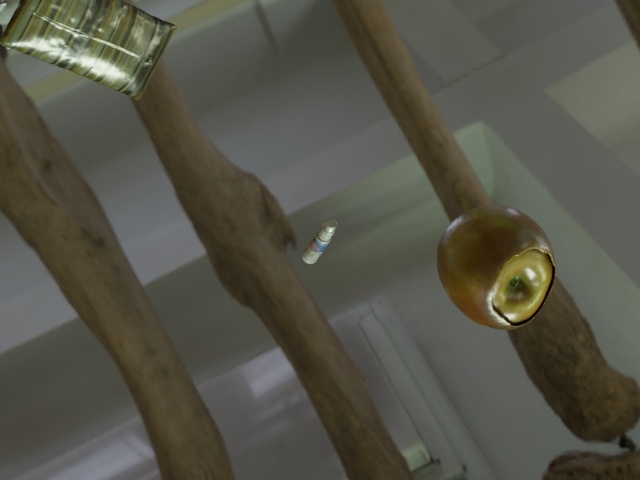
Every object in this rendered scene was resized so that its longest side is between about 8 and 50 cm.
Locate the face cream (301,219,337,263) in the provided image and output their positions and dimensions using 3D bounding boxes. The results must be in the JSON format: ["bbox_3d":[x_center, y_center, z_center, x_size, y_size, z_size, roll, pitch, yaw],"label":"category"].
[{"bbox_3d":[0.000,0.000,1.850,0.034,0.130,0.034,13,-127,-18],"label":"face cream"}]

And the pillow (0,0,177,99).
[{"bbox_3d":[-0.276,-0.249,1.127,0.038,0.203,0.113,43,-72,42],"label":"pillow"}]

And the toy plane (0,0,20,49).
[{"bbox_3d":[-0.372,-0.351,1.287,0.255,0.251,0.101,-17,-94,30],"label":"toy plane"}]

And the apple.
[{"bbox_3d":[0.326,0.052,1.721,0.237,0.237,0.207,-26,-157,-2],"label":"apple"}]
